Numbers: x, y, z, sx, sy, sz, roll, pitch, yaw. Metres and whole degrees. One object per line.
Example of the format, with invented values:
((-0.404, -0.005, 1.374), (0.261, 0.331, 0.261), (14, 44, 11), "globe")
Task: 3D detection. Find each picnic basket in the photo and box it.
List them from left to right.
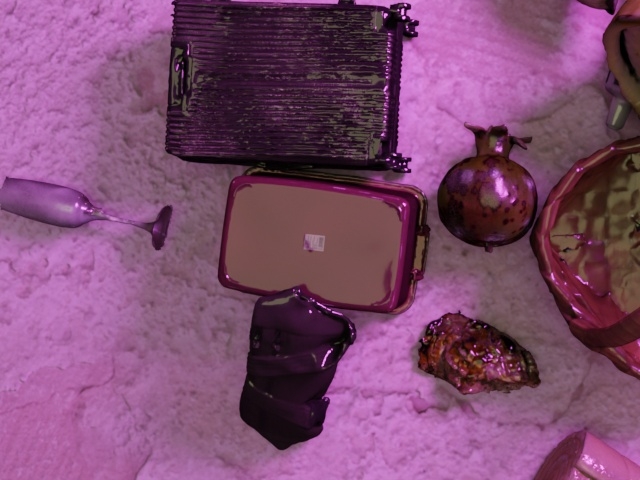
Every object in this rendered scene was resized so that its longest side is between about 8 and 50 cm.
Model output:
((0.433, 0.029, 1.255), (0.293, 0.337, 0.337), (-45, 86, 7), "picnic basket")

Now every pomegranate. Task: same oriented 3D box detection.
((0.235, -0.072, 1.367), (0.148, 0.148, 0.169), (19, 97, 7), "pomegranate")

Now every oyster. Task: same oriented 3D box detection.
((0.225, 0.170, 1.424), (0.177, 0.056, 0.105), (28, 88, 10), "oyster")

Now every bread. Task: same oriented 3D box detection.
((0.373, 0.354, 1.368), (0.141, 0.134, 0.148), (35, 104, 1), "bread")

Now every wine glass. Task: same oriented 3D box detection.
((-0.354, -0.045, 1.488), (0.262, 0.074, 0.074), (12, 94, 8), "wine glass")

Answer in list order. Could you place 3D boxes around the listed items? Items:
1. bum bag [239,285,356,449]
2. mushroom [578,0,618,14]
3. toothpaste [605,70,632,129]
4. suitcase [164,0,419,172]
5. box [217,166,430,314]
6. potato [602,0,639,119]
((-0.035, 0.188, 1.371), (0.142, 0.080, 0.326), (6, 135, -5), "bum bag")
((0.355, -0.444, 1.310), (0.164, 0.189, 0.267), (20, 97, 20), "mushroom")
((0.463, -0.336, 1.358), (0.098, 0.061, 0.392), (15, 97, -35), "toothpaste")
((-0.040, -0.210, 1.397), (0.335, 0.152, 0.230), (4, 92, 10), "suitcase")
((0.000, 0.000, 1.389), (0.294, 0.167, 0.193), (8, 92, 7), "box")
((0.511, -0.248, 1.215), (0.280, 0.330, 0.213), (33, 81, 16), "potato")
